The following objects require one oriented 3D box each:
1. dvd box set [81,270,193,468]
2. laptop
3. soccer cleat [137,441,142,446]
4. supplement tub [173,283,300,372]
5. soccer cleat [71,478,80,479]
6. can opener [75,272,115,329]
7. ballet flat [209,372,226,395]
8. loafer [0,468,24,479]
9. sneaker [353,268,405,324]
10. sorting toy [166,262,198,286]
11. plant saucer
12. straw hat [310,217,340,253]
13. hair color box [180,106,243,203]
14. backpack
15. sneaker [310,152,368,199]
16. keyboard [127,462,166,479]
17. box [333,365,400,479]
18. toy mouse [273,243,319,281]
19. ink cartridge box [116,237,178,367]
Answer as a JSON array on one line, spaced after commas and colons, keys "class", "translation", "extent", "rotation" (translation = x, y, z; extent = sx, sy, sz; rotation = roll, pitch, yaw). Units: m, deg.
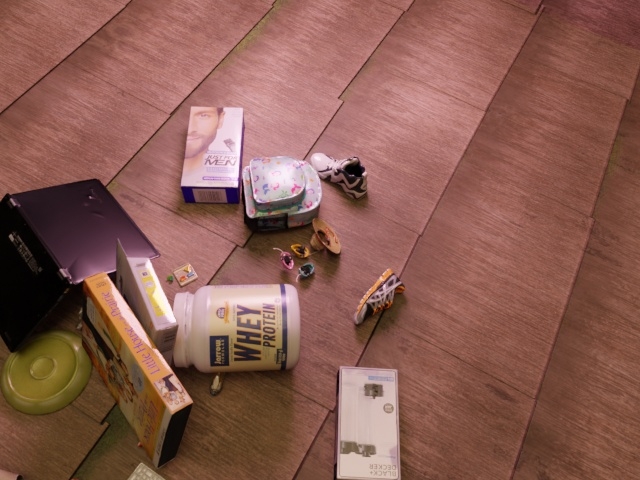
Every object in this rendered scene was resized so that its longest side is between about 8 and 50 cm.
[{"class": "dvd box set", "translation": [-0.474, 0.325, 1.327], "extent": [0.062, 0.307, 0.420], "rotation": [-23, 60, -39]}, {"class": "laptop", "translation": [-0.770, 0.049, 1.556], "extent": [0.408, 0.236, 0.382], "rotation": [-48, 68, 6]}, {"class": "soccer cleat", "translation": [-0.448, 0.511, 1.403], "extent": [0.083, 0.029, 0.036], "rotation": [-35, 61, -25]}, {"class": "supplement tub", "translation": [-0.225, 0.238, 1.447], "extent": [0.325, 0.235, 0.235], "rotation": [-1, 62, -8]}, {"class": "soccer cleat", "translation": [-0.546, 0.648, 1.299], "extent": [0.196, 0.068, 0.076], "rotation": [14, 66, 10]}, {"class": "can opener", "translation": [-0.634, 0.144, 1.573], "extent": [0.095, 0.076, 0.283], "rotation": [32, 58, -25]}, {"class": "ballet flat", "translation": [-0.284, 0.374, 1.485], "extent": [0.041, 0.041, 0.114], "rotation": [9, 61, -1]}, {"class": "loafer", "translation": [-0.778, 0.595, 1.289], "extent": [0.268, 0.102, 0.092], "rotation": [45, 65, 7]}, {"class": "sneaker", "translation": [0.178, 0.179, 1.612], "extent": [0.083, 0.084, 0.215], "rotation": [40, 64, 10]}, {"class": "sorting toy", "translation": [-0.427, 0.110, 1.630], "extent": [0.083, 0.012, 0.062], "rotation": [-29, 68, -19]}, {"class": "plant saucer", "translation": [-0.754, 0.352, 1.454], "extent": [0.241, 0.037, 0.240], "rotation": [2, 62, -4]}, {"class": "straw hat", "translation": [0.000, 0.000, 1.696], "extent": [0.061, 0.144, 0.144], "rotation": [-35, 64, 21]}, {"class": "hair color box", "translation": [-0.359, -0.294, 1.804], "extent": [0.185, 0.110, 0.338], "rotation": [0, 60, -4]}, {"class": "backpack", "translation": [-0.121, -0.156, 1.714], "extent": [0.254, 0.191, 0.225], "rotation": [-3, 61, -13]}, {"class": "sneaker", "translation": [0.069, -0.253, 1.794], "extent": [0.094, 0.153, 0.235], "rotation": [-38, 71, -24]}, {"class": "keyboard", "translation": [-0.375, 0.662, 1.333], "extent": [0.256, 0.014, 0.072], "rotation": [31, 63, 11]}, {"class": "box", "translation": [0.125, 0.496, 1.430], "extent": [0.169, 0.087, 0.289], "rotation": [5, 61, -2]}, {"class": "toy mouse", "translation": [-0.076, 0.076, 1.653], "extent": [0.161, 0.031, 0.143], "rotation": [17, 50, -24]}, {"class": "ink cartridge box", "translation": [-0.468, 0.198, 1.404], "extent": [0.072, 0.303, 0.307], "rotation": [-10, 51, -30]}]
